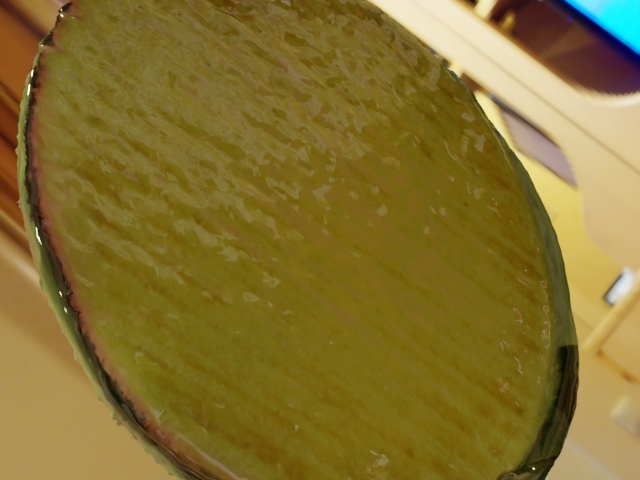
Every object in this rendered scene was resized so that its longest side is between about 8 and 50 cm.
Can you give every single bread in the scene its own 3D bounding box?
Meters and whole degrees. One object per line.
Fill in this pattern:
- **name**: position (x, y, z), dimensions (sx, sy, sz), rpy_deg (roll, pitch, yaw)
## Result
- **bread**: position (0.000, 0.000, 0.434), dimensions (0.228, 0.228, 0.033), rpy_deg (-36, -2, -45)
